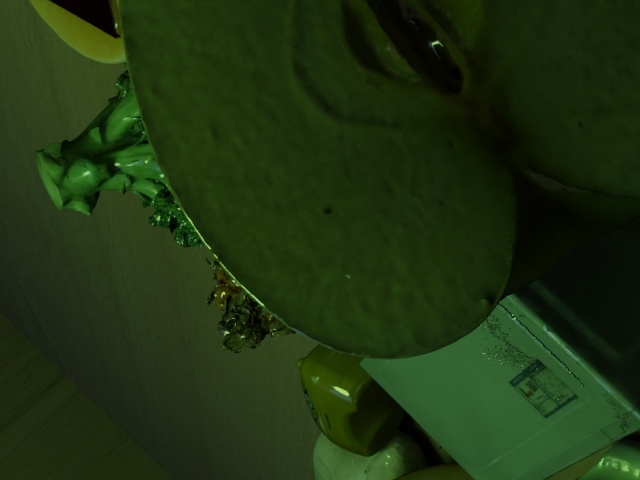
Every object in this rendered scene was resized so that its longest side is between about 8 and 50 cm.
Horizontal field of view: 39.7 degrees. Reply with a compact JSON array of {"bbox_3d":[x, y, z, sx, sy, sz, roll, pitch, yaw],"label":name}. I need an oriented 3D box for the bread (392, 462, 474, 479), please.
[{"bbox_3d":[0.187,0.514,1.267,0.376,0.348,0.253,62,174,-27],"label":"bread"}]

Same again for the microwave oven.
[{"bbox_3d":[0.201,0.085,0.836,0.237,0.181,0.295,45,152,12],"label":"microwave oven"}]

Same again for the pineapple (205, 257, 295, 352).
[{"bbox_3d":[-0.109,0.070,1.300,0.250,0.164,0.139,22,134,47],"label":"pineapple"}]

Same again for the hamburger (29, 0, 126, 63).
[{"bbox_3d":[-0.215,-0.331,0.932,0.302,0.170,0.302,33,145,27],"label":"hamburger"}]

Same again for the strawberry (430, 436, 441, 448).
[{"bbox_3d":[0.196,0.226,1.125,0.106,0.106,0.106,35,149,25],"label":"strawberry"}]

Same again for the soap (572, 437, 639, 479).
[{"bbox_3d":[0.406,0.365,0.919,0.446,0.156,0.261,12,135,49],"label":"soap"}]

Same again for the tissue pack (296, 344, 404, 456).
[{"bbox_3d":[0.042,0.219,1.296,0.127,0.123,0.178,27,146,36],"label":"tissue pack"}]

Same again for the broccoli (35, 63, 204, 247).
[{"bbox_3d":[-0.207,-0.110,1.092,0.270,0.270,0.270,49,148,46],"label":"broccoli"}]

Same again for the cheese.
[{"bbox_3d":[0.077,0.370,1.408,0.189,0.154,0.198,27,146,46],"label":"cheese"}]

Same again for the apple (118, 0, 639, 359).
[{"bbox_3d":[0.067,-0.136,0.588,0.360,0.320,0.312,57,139,7],"label":"apple"}]
